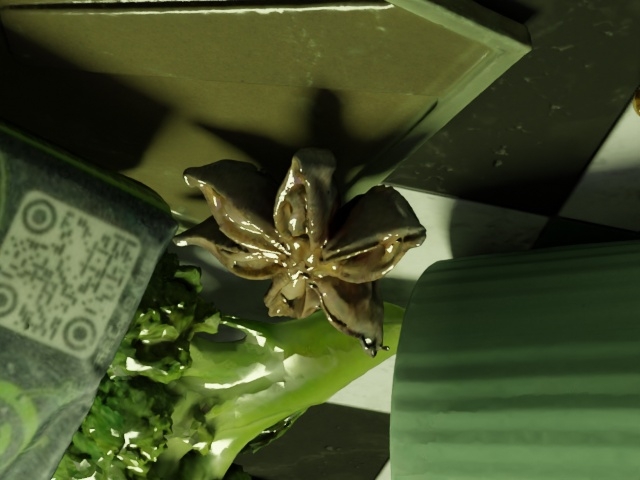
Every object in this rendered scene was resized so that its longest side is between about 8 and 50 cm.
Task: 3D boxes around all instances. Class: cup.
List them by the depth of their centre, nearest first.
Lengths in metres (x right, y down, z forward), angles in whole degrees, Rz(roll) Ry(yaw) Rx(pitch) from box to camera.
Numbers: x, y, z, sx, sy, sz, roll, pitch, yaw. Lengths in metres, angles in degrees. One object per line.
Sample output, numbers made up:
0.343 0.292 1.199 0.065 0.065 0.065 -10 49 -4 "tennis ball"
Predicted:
0.279 0.176 1.059 0.392 0.310 0.401 -2 115 20 "cup"

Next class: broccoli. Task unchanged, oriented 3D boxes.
-0.108 0.098 1.189 0.254 0.186 0.302 32 99 -36 "broccoli"

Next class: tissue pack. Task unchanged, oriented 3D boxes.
-0.318 0.021 0.904 0.394 0.288 0.124 26 -179 -30 "tissue pack"

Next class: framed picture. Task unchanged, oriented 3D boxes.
-0.141 -0.125 0.938 0.446 0.028 0.326 21 144 -23 "framed picture"

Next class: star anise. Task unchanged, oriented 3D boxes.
-0.016 -0.005 1.018 0.172 0.063 0.208 22 151 6 "star anise"

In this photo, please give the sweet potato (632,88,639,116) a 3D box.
0.322 -0.089 0.896 0.265 0.057 0.057 -7 145 17 "sweet potato"
